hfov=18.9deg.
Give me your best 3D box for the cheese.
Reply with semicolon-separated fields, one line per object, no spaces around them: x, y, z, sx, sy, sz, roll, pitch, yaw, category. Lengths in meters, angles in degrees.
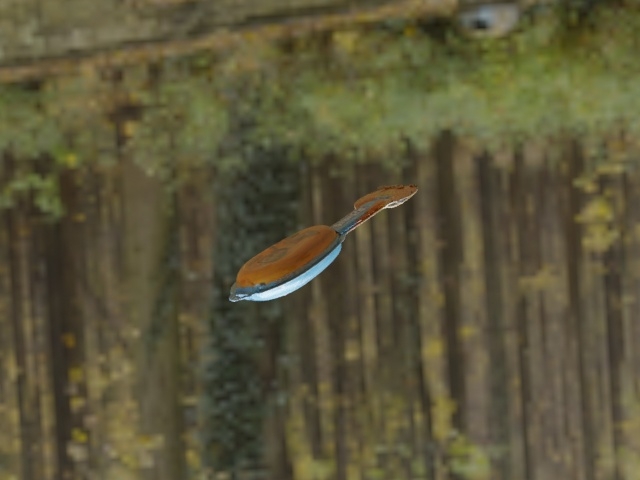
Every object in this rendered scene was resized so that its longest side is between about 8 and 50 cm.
0.000;0.001;0.882;0.111;0.017;0.047;-34;-159;-33;cheese
